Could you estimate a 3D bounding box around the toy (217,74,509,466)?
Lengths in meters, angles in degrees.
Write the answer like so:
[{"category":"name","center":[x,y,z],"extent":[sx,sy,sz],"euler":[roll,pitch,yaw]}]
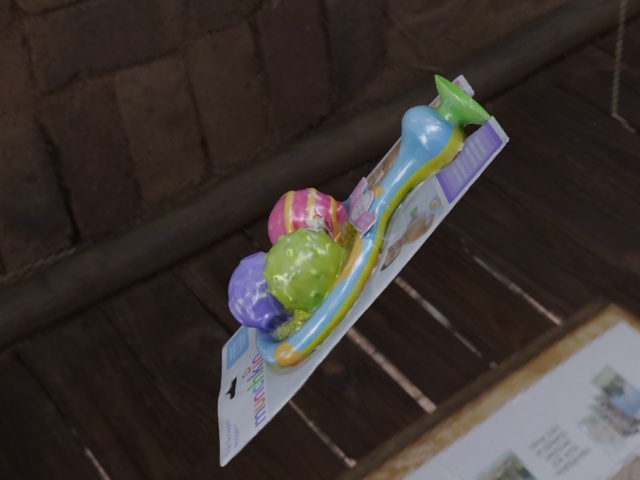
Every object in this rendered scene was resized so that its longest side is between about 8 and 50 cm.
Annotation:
[{"category":"toy","center":[0.000,0.000,0.610],"extent":[0.056,0.137,0.237],"euler":[39,105,-18]}]
